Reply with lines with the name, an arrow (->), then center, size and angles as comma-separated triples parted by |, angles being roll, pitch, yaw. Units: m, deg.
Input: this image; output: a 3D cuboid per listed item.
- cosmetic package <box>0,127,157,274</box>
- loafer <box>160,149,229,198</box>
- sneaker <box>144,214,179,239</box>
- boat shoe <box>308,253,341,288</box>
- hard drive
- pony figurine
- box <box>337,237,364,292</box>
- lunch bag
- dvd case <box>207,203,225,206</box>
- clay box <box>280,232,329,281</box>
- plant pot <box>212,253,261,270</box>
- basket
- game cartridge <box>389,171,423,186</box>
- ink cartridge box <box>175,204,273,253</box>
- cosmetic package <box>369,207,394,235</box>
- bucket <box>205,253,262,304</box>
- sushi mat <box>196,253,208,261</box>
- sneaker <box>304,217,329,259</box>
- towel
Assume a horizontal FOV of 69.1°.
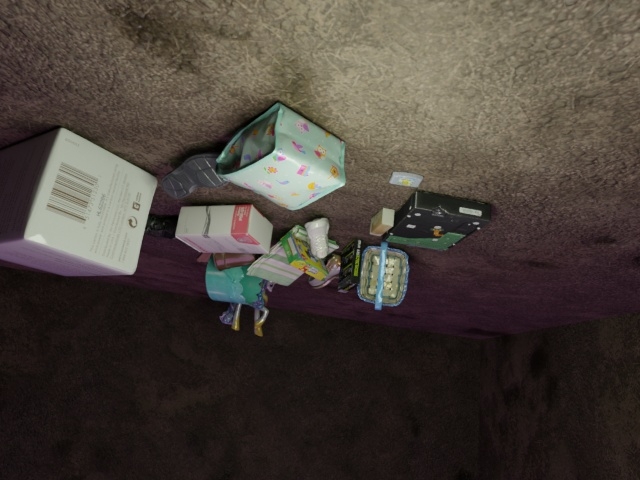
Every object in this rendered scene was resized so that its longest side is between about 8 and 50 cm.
cosmetic package -> -0.774, -0.089, 1.401 | 0.393, 0.330, 0.327 | -4, 160, 34
loafer -> -0.332, -0.201, 1.306 | 0.302, 0.095, 0.109 | -12, 124, 37
sneaker -> -0.639, -0.055, 1.843 | 0.227, 0.087, 0.130 | -1, 168, 40
boat shoe -> 0.024, 0.132, 2.130 | 0.103, 0.113, 0.302 | 39, 141, -15
hard drive -> 0.355, -0.052, 1.483 | 0.236, 0.064, 0.339 | 9, 161, -5
pony figurine -> -0.397, 0.289, 2.472 | 0.350, 0.364, 0.303 | 19, 177, 5
box -> 0.119, 0.104, 1.866 | 0.045, 0.184, 0.191 | 13, 161, -10
lunch bag -> -0.101, -0.182, 1.123 | 0.223, 0.160, 0.262 | 21, 152, -38
dvd case -> -0.353, -0.081, 1.756 | 0.164, 0.018, 0.221 | -5, 159, 33
clay box -> -0.049, 0.067, 1.755 | 0.053, 0.128, 0.222 | -38, 141, 18
plant pot -> -0.339, 0.041, 1.917 | 0.165, 0.167, 0.167 | -2, 161, 8
basket -> 0.244, 0.144, 1.826 | 0.200, 0.255, 0.289 | 8, 174, 7
game cartridge -> 0.233, -0.166, 1.260 | 0.083, 0.017, 0.056 | 8, 158, -1
ink cartridge box -> -0.341, -0.037, 1.667 | 0.282, 0.117, 0.207 | 0, 161, 16
cosmetic package -> 0.202, -0.060, 1.529 | 0.041, 0.060, 0.115 | 11, 160, -11
bucket -> -0.388, 0.157, 2.110 | 0.182, 0.282, 0.281 | 3, 162, 10
sushi mat -> -0.524, 0.086, 2.343 | 0.151, 0.019, 0.316 | 14, 161, -22
sneaker -> 0.000, 0.000, 1.667 | 0.090, 0.115, 0.232 | -15, 158, -4
towel -> -0.113, 0.074, 1.883 | 0.247, 0.038, 0.324 | 22, 129, -42
